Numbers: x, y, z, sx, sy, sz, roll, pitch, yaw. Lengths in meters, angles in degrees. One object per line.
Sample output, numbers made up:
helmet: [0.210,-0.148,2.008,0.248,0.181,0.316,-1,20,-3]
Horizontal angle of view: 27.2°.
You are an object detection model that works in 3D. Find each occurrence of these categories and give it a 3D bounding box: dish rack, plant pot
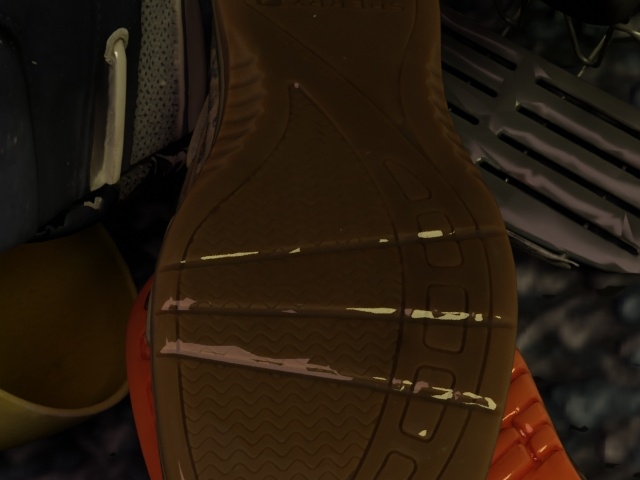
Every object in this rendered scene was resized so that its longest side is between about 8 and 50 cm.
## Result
dish rack: [0.118,-0.131,0.532,0.208,0.074,0.271,32,82,19]
plant pot: [-0.149,0.032,0.513,0.095,0.134,0.134,-37,68,23]

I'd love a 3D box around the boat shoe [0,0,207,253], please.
boat shoe: [-0.117,-0.153,0.408,0.127,0.158,0.341,-6,108,17]

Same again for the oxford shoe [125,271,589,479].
oxford shoe: [0.049,0.124,0.444,0.130,0.133,0.364,-35,50,-9]

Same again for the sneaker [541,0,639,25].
sneaker: [0.049,-0.209,0.487,0.270,0.090,0.145,40,86,16]

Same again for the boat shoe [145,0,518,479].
boat shoe: [0.000,0.000,0.430,0.104,0.089,0.285,8,51,-6]
